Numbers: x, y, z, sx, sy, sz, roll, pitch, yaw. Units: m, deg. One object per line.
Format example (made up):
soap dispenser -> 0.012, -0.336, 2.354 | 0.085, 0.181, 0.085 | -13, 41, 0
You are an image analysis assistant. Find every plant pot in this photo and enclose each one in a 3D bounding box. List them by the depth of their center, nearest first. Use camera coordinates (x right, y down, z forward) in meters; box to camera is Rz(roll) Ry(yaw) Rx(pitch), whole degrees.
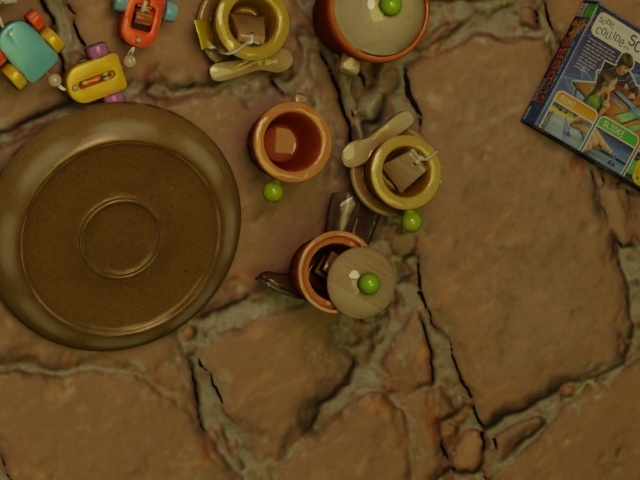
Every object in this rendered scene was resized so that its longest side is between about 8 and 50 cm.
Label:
plant pot -> -0.179, -0.005, 1.629 | 0.236, 0.032, 0.236 | -7, 111, -18

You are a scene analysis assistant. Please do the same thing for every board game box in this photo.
board game box -> 0.311, -0.128, 1.801 | 0.201, 0.035, 0.136 | 29, 89, -21

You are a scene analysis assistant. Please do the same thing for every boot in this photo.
boot -> 0.000, 0.000, 1.713 | 0.106, 0.037, 0.114 | 14, 96, -31

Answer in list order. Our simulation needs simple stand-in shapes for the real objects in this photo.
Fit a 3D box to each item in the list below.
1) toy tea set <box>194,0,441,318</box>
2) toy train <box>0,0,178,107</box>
toy tea set -> 0.025, -0.100, 1.637 | 0.200, 0.124, 0.336 | -19, 96, -17
toy train -> -0.213, -0.182, 1.605 | 0.166, 0.046, 0.125 | 6, 96, -23
